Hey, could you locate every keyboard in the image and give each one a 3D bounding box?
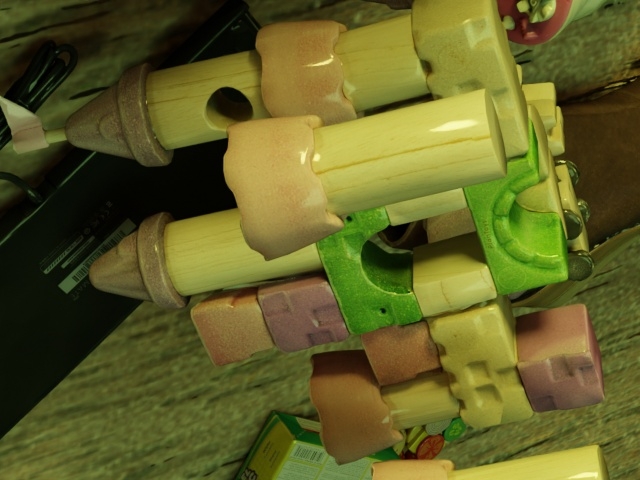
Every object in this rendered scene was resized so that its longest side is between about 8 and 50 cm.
[{"bbox_3d":[-0.151,-0.017,1.036,0.317,0.033,0.201,-45,141,-4],"label":"keyboard"}]

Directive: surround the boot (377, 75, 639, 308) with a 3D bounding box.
[{"bbox_3d":[0.169,-0.063,1.226,0.248,0.090,0.207,-52,142,11],"label":"boot"}]

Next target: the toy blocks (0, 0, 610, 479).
[{"bbox_3d":[0.000,0.000,1.011,0.260,0.309,0.288,-13,122,14],"label":"toy blocks"}]

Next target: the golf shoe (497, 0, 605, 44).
[{"bbox_3d":[0.173,-0.262,1.071,0.140,0.115,0.306,-19,141,-40],"label":"golf shoe"}]

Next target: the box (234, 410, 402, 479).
[{"bbox_3d":[-0.026,0.212,1.304,0.105,0.043,0.179,18,107,-34],"label":"box"}]

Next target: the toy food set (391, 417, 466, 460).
[{"bbox_3d":[0.068,0.141,1.358,0.082,0.020,0.083,-50,139,3],"label":"toy food set"}]
